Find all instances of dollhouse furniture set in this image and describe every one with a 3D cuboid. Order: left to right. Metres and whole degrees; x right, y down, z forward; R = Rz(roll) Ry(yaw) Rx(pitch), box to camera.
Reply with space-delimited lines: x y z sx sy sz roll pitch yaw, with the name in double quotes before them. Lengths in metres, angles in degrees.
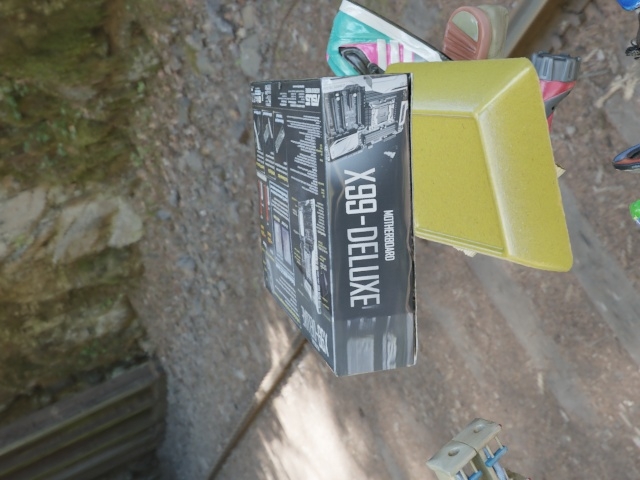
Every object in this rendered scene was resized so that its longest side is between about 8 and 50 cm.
"dollhouse furniture set" 0.294 0.388 1.226 0.129 0.129 0.184 60 156 -13

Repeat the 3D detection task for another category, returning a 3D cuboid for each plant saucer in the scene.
"plant saucer" 0.216 -0.110 1.203 0.333 0.081 0.332 18 131 57

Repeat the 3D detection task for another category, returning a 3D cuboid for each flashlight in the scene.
"flashlight" 0.472 -0.240 1.617 0.103 0.103 0.303 17 117 30

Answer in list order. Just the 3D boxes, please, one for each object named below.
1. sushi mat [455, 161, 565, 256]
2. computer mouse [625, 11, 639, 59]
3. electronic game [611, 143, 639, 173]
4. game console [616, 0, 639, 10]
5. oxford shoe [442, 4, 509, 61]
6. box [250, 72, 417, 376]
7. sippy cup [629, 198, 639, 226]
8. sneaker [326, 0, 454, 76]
"sushi mat" 0.332 -0.082 1.541 0.152 0.019 0.316 25 138 -13
"computer mouse" 0.755 -0.446 1.645 0.272 0.189 0.072 21 -118 -65
"electronic game" 0.794 -0.212 1.778 0.229 0.229 0.048 2 116 66
"game console" 0.570 -0.467 1.154 0.293 0.250 0.173 -43 62 28
"oxford shoe" 0.352 -0.350 1.773 0.140 0.147 0.396 44 139 34
"box" 0.001 -0.037 0.742 0.307 0.077 0.242 -147 52 -71
"sippy cup" 0.746 0.004 1.476 0.240 0.306 0.223 -29 72 60
"sneaker" 0.133 -0.323 1.494 0.296 0.124 0.178 31 108 4
